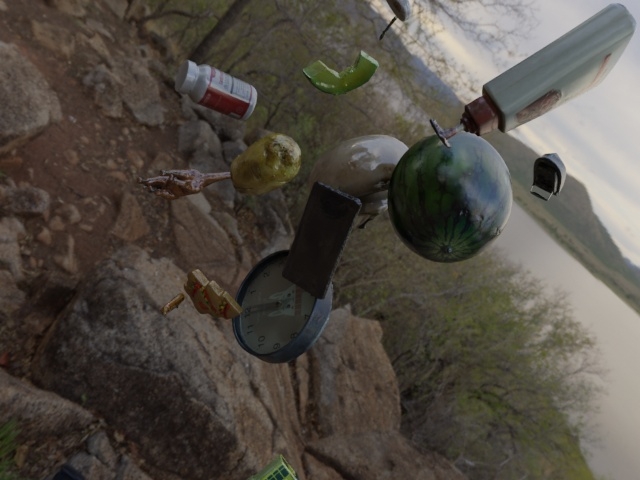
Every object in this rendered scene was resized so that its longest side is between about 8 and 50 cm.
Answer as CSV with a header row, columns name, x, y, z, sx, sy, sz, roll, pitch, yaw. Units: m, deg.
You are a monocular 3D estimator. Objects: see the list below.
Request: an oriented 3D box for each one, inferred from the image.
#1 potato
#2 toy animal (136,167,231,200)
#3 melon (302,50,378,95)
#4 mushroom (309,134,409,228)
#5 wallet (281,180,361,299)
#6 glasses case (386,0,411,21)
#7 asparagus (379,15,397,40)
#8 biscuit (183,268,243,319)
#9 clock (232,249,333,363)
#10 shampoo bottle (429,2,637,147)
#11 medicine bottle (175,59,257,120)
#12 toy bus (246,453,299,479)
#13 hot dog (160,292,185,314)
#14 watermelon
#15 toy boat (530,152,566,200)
name,x,y,z,sx,sy,sz,roll,pitch,yaw
potato,-0.111,-0.149,0.972,0.080,0.170,0.107,11,68,-49
toy animal,-0.288,-0.147,1.168,0.229,0.224,0.067,0,76,-63
melon,0.065,-0.479,1.404,0.118,0.209,0.064,59,12,-46
mushroom,0.144,-0.193,1.632,0.362,0.362,0.295,-27,103,-71
wallet,0.000,0.000,1.449,0.170,0.321,0.044,29,15,29
glasses case,0.183,-0.636,1.242,0.164,0.041,0.063,61,-2,1
asparagus,0.232,-0.733,1.685,0.014,0.114,0.015,30,64,-11
biscuit,-0.369,0.202,1.652,0.238,0.212,0.041,22,43,21
clock,-0.136,0.211,1.621,0.076,0.386,0.386,37,17,-45
shampoo bottle,0.290,-0.212,0.709,0.071,0.284,0.153,61,3,15
medicine bottle,-0.345,-0.500,1.628,0.250,0.131,0.131,16,31,-36
toy bus,-0.148,0.668,1.303,0.101,0.175,0.088,53,-11,1
hot dog,-0.497,0.217,1.649,0.037,0.049,0.122,44,30,-2
watermelon,0.343,-0.116,1.313,0.363,0.363,0.363,38,19,-15
toy boat,0.704,-0.203,1.512,0.093,0.103,0.246,36,0,28
